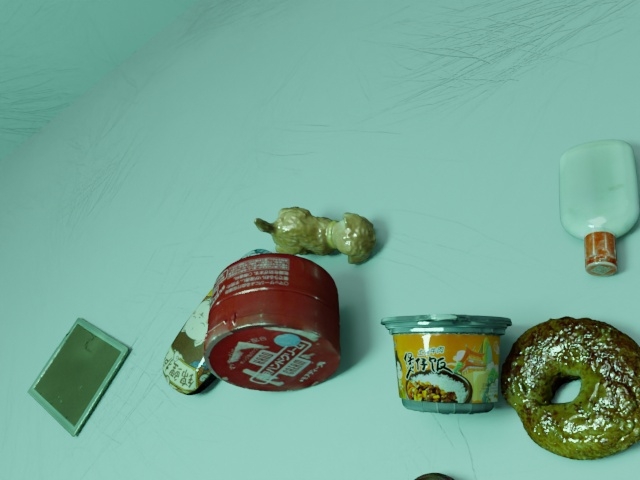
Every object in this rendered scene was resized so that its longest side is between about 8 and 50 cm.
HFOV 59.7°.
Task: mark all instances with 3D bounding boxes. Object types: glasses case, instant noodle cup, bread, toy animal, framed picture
[{"bbox_3d":[-0.187,0.156,1.096,0.122,0.082,0.321,29,78,44],"label":"glasses case"},{"bbox_3d":[0.171,0.170,0.765,0.177,0.208,0.126,-5,77,30],"label":"instant noodle cup"},{"bbox_3d":[0.324,0.181,0.711,0.193,0.064,0.193,-21,50,27],"label":"bread"},{"bbox_3d":[-0.002,-0.011,1.024,0.185,0.184,0.104,14,92,34],"label":"toy animal"},{"bbox_3d":[-0.573,0.310,1.316,0.273,0.016,0.216,15,69,43],"label":"framed picture"}]

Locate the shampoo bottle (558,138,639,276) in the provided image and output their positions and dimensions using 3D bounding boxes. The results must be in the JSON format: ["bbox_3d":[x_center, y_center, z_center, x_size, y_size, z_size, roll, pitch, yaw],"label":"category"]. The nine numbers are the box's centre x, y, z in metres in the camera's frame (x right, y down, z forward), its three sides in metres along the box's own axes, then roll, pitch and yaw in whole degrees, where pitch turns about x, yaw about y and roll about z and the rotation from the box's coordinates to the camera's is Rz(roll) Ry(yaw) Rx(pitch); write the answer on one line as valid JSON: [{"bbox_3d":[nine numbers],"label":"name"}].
[{"bbox_3d":[0.412,-0.052,0.828,0.108,0.051,0.221,-6,55,31],"label":"shampoo bottle"}]

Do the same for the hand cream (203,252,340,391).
[{"bbox_3d":[-0.077,0.138,0.926,0.230,0.230,0.149,-23,46,21],"label":"hand cream"}]

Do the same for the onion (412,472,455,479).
[{"bbox_3d":[0.129,0.388,0.672,0.151,0.098,0.206,-29,46,14],"label":"onion"}]
